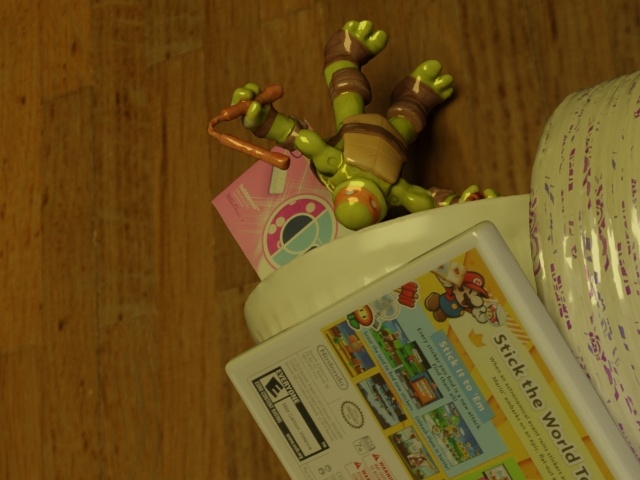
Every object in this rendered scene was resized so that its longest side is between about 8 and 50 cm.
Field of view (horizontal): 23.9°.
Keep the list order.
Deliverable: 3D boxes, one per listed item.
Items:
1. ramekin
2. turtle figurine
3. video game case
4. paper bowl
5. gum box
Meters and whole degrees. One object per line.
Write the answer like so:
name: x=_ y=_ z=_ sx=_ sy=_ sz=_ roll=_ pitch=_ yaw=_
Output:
ramekin: x=0.096 y=0.082 z=1.029 sx=0.277 sy=0.277 sz=0.135 roll=-21 pitch=70 yaw=21
turtle figurine: x=0.050 y=-0.067 z=1.169 sx=0.217 sy=0.270 sz=0.087 roll=-75 pitch=7 yaw=-50
video game case: x=0.075 y=0.128 z=0.879 sx=0.206 sy=0.026 sz=0.227 roll=-30 pitch=91 yaw=36
paper bowl: x=0.258 y=0.024 z=0.921 sx=0.148 sy=0.284 sz=0.284 roll=-17 pitch=63 yaw=33
gum box: x=0.000 y=0.000 z=1.236 sx=0.107 sy=0.062 sz=0.188 roll=-41 pitch=56 yaw=9
